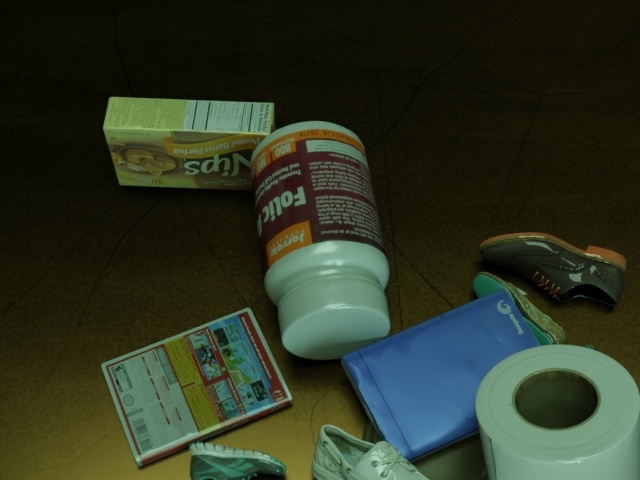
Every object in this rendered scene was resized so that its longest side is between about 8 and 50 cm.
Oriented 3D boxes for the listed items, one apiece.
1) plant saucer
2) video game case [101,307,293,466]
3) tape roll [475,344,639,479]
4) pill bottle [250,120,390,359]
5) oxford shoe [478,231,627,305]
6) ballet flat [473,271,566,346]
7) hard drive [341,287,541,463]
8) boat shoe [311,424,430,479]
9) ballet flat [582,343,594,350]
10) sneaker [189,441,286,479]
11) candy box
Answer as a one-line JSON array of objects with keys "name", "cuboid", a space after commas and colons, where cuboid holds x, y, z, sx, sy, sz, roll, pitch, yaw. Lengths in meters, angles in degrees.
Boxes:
[{"name": "plant saucer", "cuboid": [0.208, 0.348, 1.739, 0.278, 0.041, 0.277, -1, 57, 1]}, {"name": "video game case", "cuboid": [-0.218, 0.252, 1.815, 0.285, 0.025, 0.204, -21, 58, -12]}, {"name": "tape roll", "cuboid": [0.369, 0.301, 1.594, 0.246, 0.169, 0.246, -9, 35, 7]}, {"name": "pill bottle", "cuboid": [0.000, 0.000, 1.860, 0.224, 0.224, 0.392, -7, 56, -4]}, {"name": "oxford shoe", "cuboid": [0.423, 0.054, 1.900, 0.271, 0.097, 0.098, 10, 63, 7]}, {"name": "ballet flat", "cuboid": [0.363, 0.131, 1.875, 0.067, 0.073, 0.206, -17, 56, -43]}, {"name": "hard drive", "cuboid": [0.224, 0.229, 1.761, 0.319, 0.040, 0.210, -22, 63, -13]}, {"name": "boat shoe", "cuboid": [0.092, 0.363, 1.628, 0.277, 0.096, 0.098, 15, 21, 40]}, {"name": "ballet flat", "cuboid": [0.476, 0.238, 1.814, 0.041, 0.041, 0.114, 6, 57, 4]}, {"name": "sneaker", "cuboid": [-0.140, 0.383, 1.717, 0.167, 0.065, 0.076, 6, 73, 9]}, {"name": "candy box", "cuboid": [-0.244, -0.184, 2.009, 0.317, 0.183, 0.087, 2, 58, 2]}]
